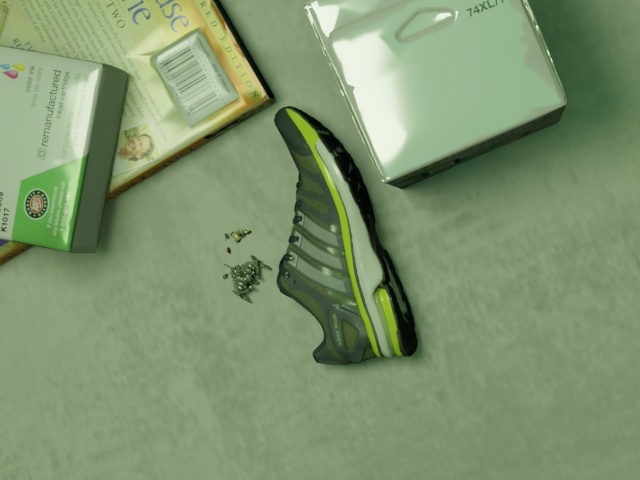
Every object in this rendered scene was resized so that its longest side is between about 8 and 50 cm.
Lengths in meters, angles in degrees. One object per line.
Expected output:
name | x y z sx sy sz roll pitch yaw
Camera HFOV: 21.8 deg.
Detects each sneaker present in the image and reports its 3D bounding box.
sneaker | 0.000 0.000 1.790 0.121 0.111 0.300 -20 86 10

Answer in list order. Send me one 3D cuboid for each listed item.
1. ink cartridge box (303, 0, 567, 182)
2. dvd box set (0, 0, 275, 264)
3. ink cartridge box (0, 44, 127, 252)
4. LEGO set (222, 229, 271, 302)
ink cartridge box | 0.122 -0.180 1.689 0.198 0.270 0.197 -23 88 7
dvd box set | -0.304 -0.181 1.845 0.420 0.062 0.307 -31 87 6
ink cartridge box | -0.366 -0.109 1.762 0.278 0.117 0.201 11 92 8
LEGO set | -0.088 0.029 1.839 0.054 0.023 0.083 -29 87 6
